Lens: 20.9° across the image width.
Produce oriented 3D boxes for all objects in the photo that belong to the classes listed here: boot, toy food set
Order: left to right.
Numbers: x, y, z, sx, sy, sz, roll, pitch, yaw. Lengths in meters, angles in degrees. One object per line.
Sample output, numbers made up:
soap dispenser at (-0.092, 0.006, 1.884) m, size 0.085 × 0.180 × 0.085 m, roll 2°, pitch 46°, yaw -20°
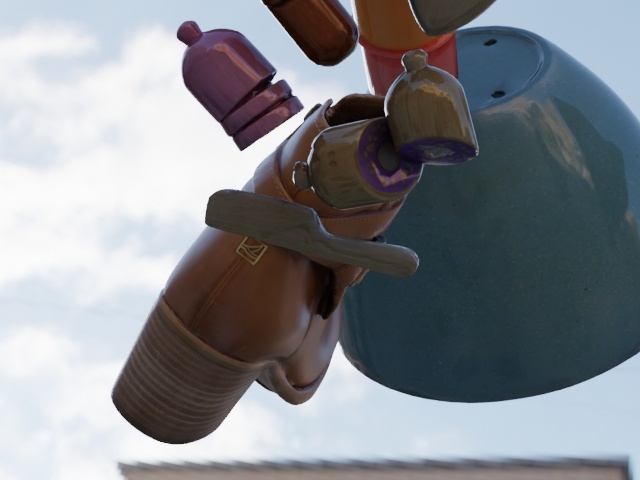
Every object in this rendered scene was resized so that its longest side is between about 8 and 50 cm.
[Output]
boot at (0.000, 0.000, 0.735) m, size 0.073 × 0.197 × 0.152 m, roll 37°, pitch -69°, yaw 4°
toy food set at (0.004, -0.051, 0.403) m, size 0.078 × 0.019 × 0.122 m, roll 15°, pitch -69°, yaw 14°

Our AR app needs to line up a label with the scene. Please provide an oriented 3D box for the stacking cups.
stacking cups at (0.050, -0.212, 1.091) m, size 0.096 × 0.096 × 0.316 m, roll 1°, pitch -37°, yaw 12°

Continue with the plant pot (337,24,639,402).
plant pot at (0.127, -0.045, 1.306) m, size 0.290 × 0.290 × 0.195 m, roll -4°, pitch -56°, yaw 18°
